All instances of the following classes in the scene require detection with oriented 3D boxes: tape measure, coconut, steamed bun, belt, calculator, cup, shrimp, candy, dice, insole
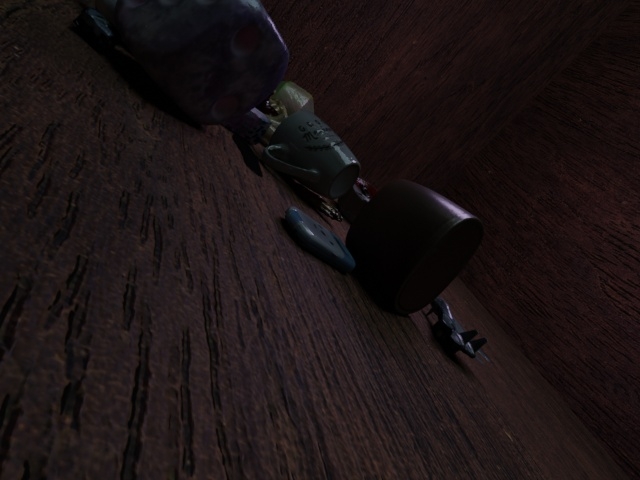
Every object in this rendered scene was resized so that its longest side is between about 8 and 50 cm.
[{"bbox_3d":[-0.450,-0.426,0.985,0.091,0.054,0.094,47,13,-19],"label":"tape measure"},{"bbox_3d":[-0.127,-0.519,1.958,0.236,0.236,0.204,43,25,-6],"label":"coconut"},{"bbox_3d":[-0.220,-0.497,1.672,0.247,0.189,0.428,28,20,-30],"label":"steamed bun"},{"bbox_3d":[0.134,-0.130,1.724,0.128,0.124,0.200,22,25,-18],"label":"belt"},{"bbox_3d":[0.000,0.000,1.063,0.210,0.039,0.121,34,17,-41],"label":"calculator"},{"bbox_3d":[-0.036,-0.227,1.388,0.258,0.186,0.234,-21,56,-42],"label":"cup"},{"bbox_3d":[-0.003,-0.110,1.425,0.178,0.034,0.124,35,10,3],"label":"shrimp"},{"bbox_3d":[-0.220,-0.346,1.369,0.160,0.092,0.073,28,22,-48],"label":"candy"},{"bbox_3d":[-0.250,-0.441,1.065,0.270,0.271,0.270,55,4,22],"label":"dice"},{"bbox_3d":[-0.188,-0.222,1.270,0.080,0.003,0.232,35,16,-35],"label":"insole"}]

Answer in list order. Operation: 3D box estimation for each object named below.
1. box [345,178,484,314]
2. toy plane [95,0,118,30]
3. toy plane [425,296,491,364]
[{"bbox_3d":[0.220,0.003,1.188,0.216,0.301,0.301,46,12,30],"label":"box"},{"bbox_3d":[-0.471,-0.557,1.207,0.252,0.118,0.252,59,12,-20],"label":"toy plane"},{"bbox_3d":[0.341,0.226,1.328,0.212,0.088,0.267,39,5,-26],"label":"toy plane"}]
